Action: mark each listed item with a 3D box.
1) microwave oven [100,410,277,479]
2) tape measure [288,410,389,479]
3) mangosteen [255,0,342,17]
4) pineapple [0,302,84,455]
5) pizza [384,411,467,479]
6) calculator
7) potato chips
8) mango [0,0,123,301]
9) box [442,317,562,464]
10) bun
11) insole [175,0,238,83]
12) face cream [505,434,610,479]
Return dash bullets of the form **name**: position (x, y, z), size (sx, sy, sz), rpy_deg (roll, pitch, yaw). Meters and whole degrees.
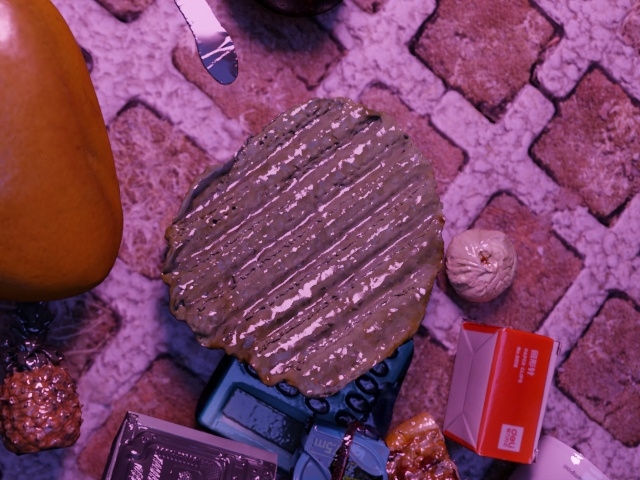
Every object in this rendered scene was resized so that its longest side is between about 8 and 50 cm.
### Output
- **microwave oven**: position (-0.173, 0.327, 1.012), size (0.208, 0.122, 0.162), rpy_deg (19, 43, -12)
- **tape measure**: position (0.025, 0.308, 1.057), size (0.125, 0.081, 0.146), rpy_deg (21, 89, -8)
- **mangosteen**: position (-0.023, -0.400, 1.051), size (0.192, 0.217, 0.192), rpy_deg (2, 83, -18)
- **pineapple**: position (-0.359, 0.169, 1.019), size (0.108, 0.108, 0.198), rpy_deg (-6, 81, -13)
- **pizza**: position (0.151, 0.346, 1.112), size (0.154, 0.069, 0.194), rpy_deg (-39, 63, -13)
- **calculator**: position (-0.010, 0.196, 1.119), size (0.248, 0.058, 0.274), rpy_deg (32, 81, -11)
- **potato chips**: position (0.000, 0.000, 1.086), size (0.429, 0.070, 0.358), rpy_deg (-39, 79, -21)
- **mango**: position (-0.400, -0.126, 0.953), size (0.300, 0.232, 0.446), rpy_deg (-31, 104, -17)
- **box**: position (0.254, 0.210, 1.142), size (0.099, 0.133, 0.182), rpy_deg (13, 84, -16)
- **bun**: position (0.240, 0.035, 1.176), size (0.115, 0.069, 0.115), rpy_deg (0, 90, -14)
- **insole**: position (-0.159, -0.290, 1.124), size (0.053, 0.002, 0.153), rpy_deg (-32, 96, -12)
- **face cream**: position (0.258, 0.461, 1.129), size (0.145, 0.145, 0.370), rpy_deg (44, 79, -9)
